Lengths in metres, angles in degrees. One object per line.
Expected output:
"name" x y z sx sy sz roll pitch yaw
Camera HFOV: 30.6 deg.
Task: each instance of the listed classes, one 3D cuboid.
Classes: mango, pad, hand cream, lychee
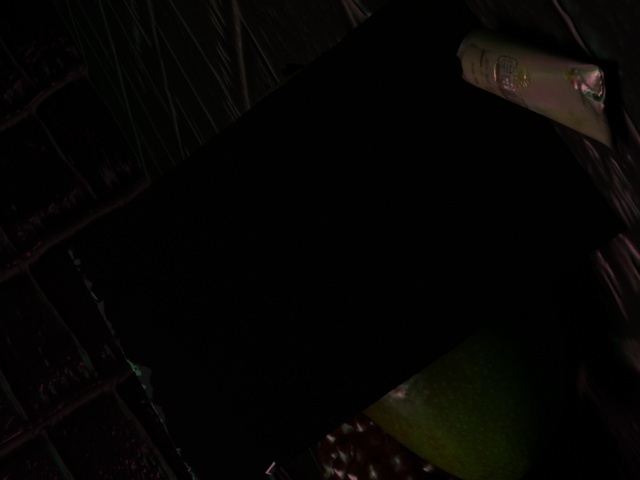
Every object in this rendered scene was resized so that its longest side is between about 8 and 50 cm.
"mango" 0.057 0.026 0.945 0.382 0.225 0.201 58 -164 19
"pad" 0.000 0.000 0.859 0.247 0.367 0.007 59 -165 20
"hand cream" 0.140 -0.102 0.759 0.143 0.039 0.061 38 150 53
"lychee" 0.113 0.215 1.050 0.236 0.236 0.271 123 124 -76

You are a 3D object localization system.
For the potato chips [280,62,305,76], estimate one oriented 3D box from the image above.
"potato chips" 0.019 -0.072 1.103 0.026 0.142 0.209 -13 100 52
